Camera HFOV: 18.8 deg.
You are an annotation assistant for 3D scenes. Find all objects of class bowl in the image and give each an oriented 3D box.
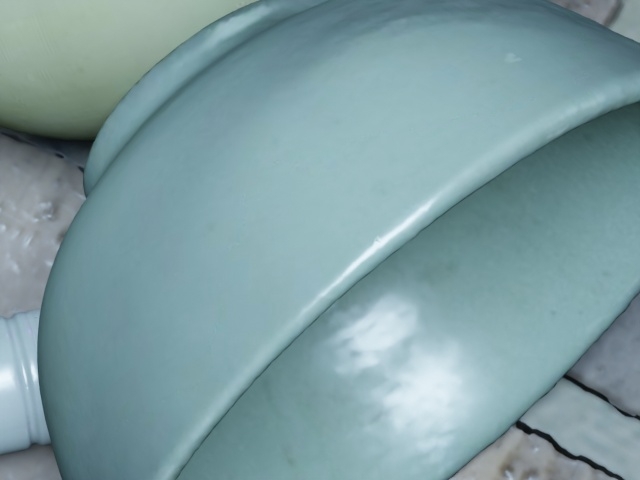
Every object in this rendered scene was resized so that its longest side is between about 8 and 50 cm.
[{"bbox_3d":[0.000,0.000,0.734,0.289,0.289,0.146,-34,67,-17],"label":"bowl"}]

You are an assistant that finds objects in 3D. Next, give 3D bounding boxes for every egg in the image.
[{"bbox_3d":[-0.074,-0.145,0.789,0.242,0.186,0.186,-40,85,-26],"label":"egg"}]

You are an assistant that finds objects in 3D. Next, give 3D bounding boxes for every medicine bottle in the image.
[{"bbox_3d":[-0.138,0.061,0.790,0.089,0.057,0.057,-12,78,-12],"label":"medicine bottle"}]
